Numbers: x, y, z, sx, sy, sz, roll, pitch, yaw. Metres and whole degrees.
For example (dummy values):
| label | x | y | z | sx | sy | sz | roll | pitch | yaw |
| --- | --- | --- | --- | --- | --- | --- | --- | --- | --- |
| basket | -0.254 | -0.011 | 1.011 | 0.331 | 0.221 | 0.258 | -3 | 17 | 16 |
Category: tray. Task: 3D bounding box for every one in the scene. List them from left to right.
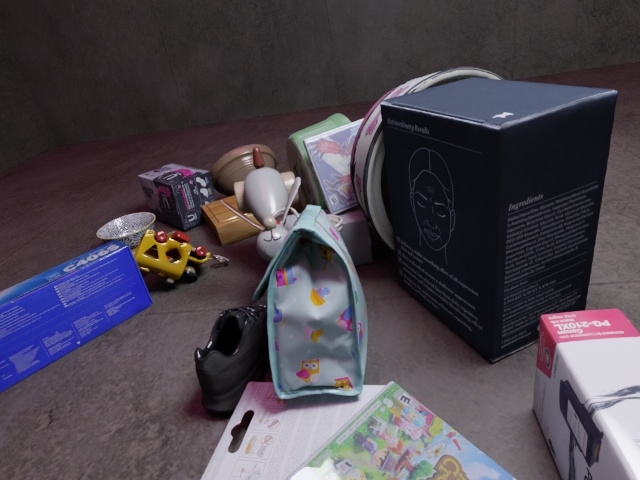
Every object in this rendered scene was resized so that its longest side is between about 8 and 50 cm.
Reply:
| label | x | y | z | sx | sy | sz | roll | pitch | yaw |
| --- | --- | --- | --- | --- | --- | --- | --- | --- | --- |
| tray | -0.148 | -0.117 | 1.372 | 0.411 | 0.076 | 0.203 | -20 | 30 | -19 |

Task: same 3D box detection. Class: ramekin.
| label | x | y | z | sx | sy | sz | roll | pitch | yaw |
| --- | --- | --- | --- | --- | --- | --- | --- | --- | --- |
| ramekin | 0.020 | -0.171 | 1.175 | 0.148 | 0.303 | 0.303 | -20 | 29 | -11 |

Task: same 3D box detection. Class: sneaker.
| label | x | y | z | sx | sy | sz | roll | pitch | yaw |
| --- | --- | --- | --- | --- | --- | --- | --- | --- | --- |
| sneaker | -0.123 | 0.162 | 0.785 | 0.109 | 0.130 | 0.286 | -1 | 28 | 21 |

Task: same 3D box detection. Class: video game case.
| label | x | y | z | sx | sy | sz | roll | pitch | yaw |
| --- | --- | --- | --- | --- | --- | --- | --- | --- | --- |
| video game case | 0.082 | -0.179 | 1.018 | 0.201 | 0.183 | 0.023 | -23 | 6 | -13 |
| video game case | 0.098 | 0.282 | 0.504 | 0.193 | 0.023 | 0.212 | 34 | 38 | 30 |

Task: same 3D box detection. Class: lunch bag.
| label | x | y | z | sx | sy | sz | roll | pitch | yaw |
| --- | --- | --- | --- | --- | --- | --- | --- | --- | --- |
| lunch bag | -0.010 | 0.081 | 0.700 | 0.160 | 0.262 | 0.223 | -7 | 11 | 6 |

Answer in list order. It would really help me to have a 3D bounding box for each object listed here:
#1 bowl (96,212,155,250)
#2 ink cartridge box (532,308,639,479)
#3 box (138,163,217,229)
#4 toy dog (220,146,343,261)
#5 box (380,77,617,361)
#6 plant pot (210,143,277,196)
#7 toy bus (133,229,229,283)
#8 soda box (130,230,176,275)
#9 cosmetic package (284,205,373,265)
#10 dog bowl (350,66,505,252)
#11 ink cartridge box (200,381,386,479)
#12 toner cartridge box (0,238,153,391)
| label | x | y | z | sx | sy | sz | roll | pitch | yaw |
| --- | --- | --- | --- | --- | --- | --- | --- | --- | --- |
| bowl | -0.573 | -0.013 | 1.318 | 0.170 | 0.080 | 0.170 | -8 | 27 | 4 |
| ink cartridge box | 0.326 | 0.218 | 0.478 | 0.100 | 0.172 | 0.237 | -6 | 28 | 9 |
| box | -0.474 | -0.153 | 1.453 | 0.247 | 0.163 | 0.142 | 17 | 37 | 42 |
| toy dog | -0.115 | -0.101 | 0.971 | 0.220 | 0.161 | 0.333 | -25 | 33 | -21 |
| box | 0.282 | -0.055 | 0.764 | 0.212 | 0.395 | 0.293 | -20 | 30 | -16 |
| plant pot | -0.244 | -0.206 | 1.477 | 0.237 | 0.237 | 0.110 | -21 | 69 | -19 |
| toy bus | -0.364 | 0.054 | 1.080 | 0.202 | 0.191 | 0.104 | 7 | 69 | 20 |
| soda box | -0.462 | 0.040 | 1.203 | 0.181 | 0.058 | 0.061 | -32 | 34 | -33 |
| cosmetic package | 0.000 | 0.000 | 1.047 | 0.238 | 0.127 | 0.107 | -9 | 29 | -1 |
| dog bowl | 0.245 | -0.167 | 0.958 | 0.408 | 0.408 | 0.150 | -19 | 30 | -16 |
| ink cartridge box | -0.023 | 0.286 | 0.610 | 0.232 | 0.066 | 0.189 | -9 | 27 | 21 |
| toner cartridge box | -0.552 | 0.149 | 0.920 | 0.075 | 0.165 | 0.348 | 16 | 37 | 42 |
